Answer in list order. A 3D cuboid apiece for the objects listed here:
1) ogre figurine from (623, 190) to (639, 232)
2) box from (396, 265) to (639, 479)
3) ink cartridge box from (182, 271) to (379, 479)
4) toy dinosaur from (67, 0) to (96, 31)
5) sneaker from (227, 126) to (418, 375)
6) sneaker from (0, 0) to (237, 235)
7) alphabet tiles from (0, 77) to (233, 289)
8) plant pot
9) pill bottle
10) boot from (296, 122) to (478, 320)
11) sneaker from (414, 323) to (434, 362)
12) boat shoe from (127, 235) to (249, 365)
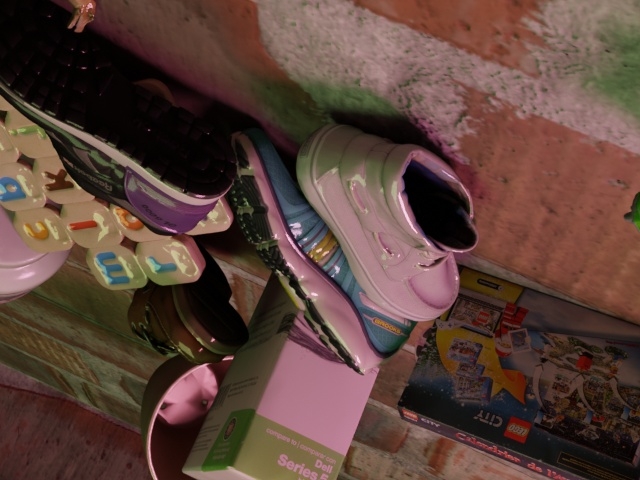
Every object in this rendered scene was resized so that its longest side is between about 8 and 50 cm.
[{"bbox_3d":[0.269,-0.033,0.729,0.118,0.097,0.197,15,171,-1],"label":"ogre figurine"},{"bbox_3d":[0.210,0.135,1.118,0.233,0.159,0.044,19,159,20],"label":"box"},{"bbox_3d":[-0.025,0.145,1.267,0.114,0.273,0.198,28,160,-12],"label":"ink cartridge box"},{"bbox_3d":[-0.206,-0.221,0.935,0.092,0.053,0.183,14,170,-12],"label":"toy dinosaur"},{"bbox_3d":[0.000,0.000,1.131,0.275,0.110,0.107,55,167,-20],"label":"sneaker"},{"bbox_3d":[-0.221,-0.101,1.063,0.283,0.107,0.124,38,140,-6],"label":"sneaker"},{"bbox_3d":[-0.227,-0.070,1.174,0.277,0.021,0.284,-7,123,32],"label":"alphabet tiles"},{"bbox_3d":[-0.187,0.280,1.891,0.256,0.256,0.274,35,174,-23],"label":"plant pot"},{"bbox_3d":[-0.392,-0.018,1.426,0.176,0.176,0.318,32,163,-14],"label":"pill bottle"},{"bbox_3d":[0.086,0.001,1.028,0.123,0.095,0.258,17,158,43],"label":"boot"},{"bbox_3d":[0.238,0.157,1.271,0.279,0.107,0.118,25,179,13],"label":"sneaker"},{"bbox_3d":[-0.157,0.087,1.329,0.111,0.104,0.307,49,-176,-13],"label":"boat shoe"}]
